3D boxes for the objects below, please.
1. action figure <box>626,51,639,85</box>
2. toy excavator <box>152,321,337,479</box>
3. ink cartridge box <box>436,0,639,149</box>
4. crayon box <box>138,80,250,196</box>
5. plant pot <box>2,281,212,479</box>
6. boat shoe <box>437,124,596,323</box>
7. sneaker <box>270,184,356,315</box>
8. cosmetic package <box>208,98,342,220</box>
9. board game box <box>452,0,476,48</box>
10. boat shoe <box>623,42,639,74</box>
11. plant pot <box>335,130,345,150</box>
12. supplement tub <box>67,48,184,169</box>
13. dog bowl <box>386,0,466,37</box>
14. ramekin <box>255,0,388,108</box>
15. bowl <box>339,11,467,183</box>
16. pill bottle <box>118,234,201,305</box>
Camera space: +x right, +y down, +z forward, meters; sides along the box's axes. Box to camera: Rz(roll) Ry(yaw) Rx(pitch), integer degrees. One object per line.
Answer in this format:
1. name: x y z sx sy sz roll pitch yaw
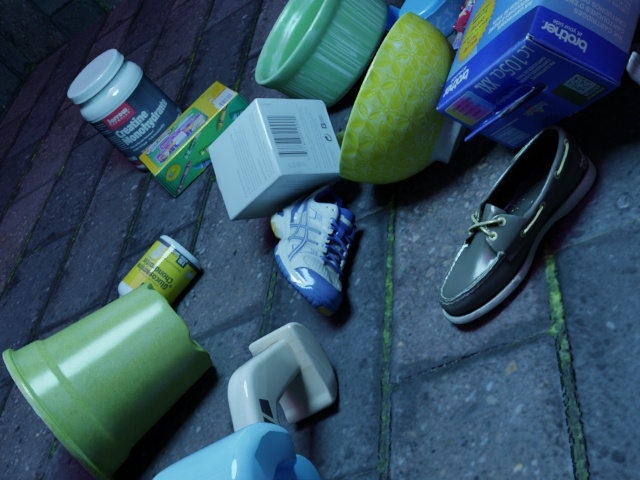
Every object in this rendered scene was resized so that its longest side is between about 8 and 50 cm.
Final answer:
1. action figure: 0.598 -0.234 1.005 0.341 0.178 0.330 -26 29 -30
2. toy excavator: -0.069 0.282 0.991 0.222 0.433 0.445 -29 63 22
3. ink cartridge box: 0.317 -0.307 1.192 0.395 0.151 0.270 -71 12 -18
4. crayon box: -0.296 -0.247 2.021 0.278 0.081 0.165 -46 32 -3
5. plant pot: -0.329 0.213 1.390 0.254 0.276 0.276 -38 30 -13
6. boat shoe: 0.252 -0.024 1.146 0.305 0.091 0.109 -50 32 -10
7. sneaker: 0.000 0.000 1.380 0.131 0.112 0.296 -36 33 11
8. cosmetic package: -0.079 -0.142 1.502 0.184 0.152 0.151 -34 68 48
9. board game box: 0.277 -0.426 1.567 0.133 0.033 0.169 -63 10 3
10. boat shoe: 0.452 -0.265 1.254 0.142 0.040 0.049 7 66 51
11. plant pot: 0.027 -0.163 1.580 0.079 0.083 0.083 -41 30 -18
12. supplement tub: -0.483 -0.329 2.143 0.191 0.272 0.191 -29 35 23
13. dog bowl: 0.247 -0.510 1.734 0.166 0.074 0.297 2 53 49
14. ramekin: 0.006 -0.421 1.759 0.303 0.148 0.303 -47 26 31
15. bowl: 0.160 -0.206 1.371 0.156 0.289 0.289 24 64 10
16. pill bottle: -0.327 0.088 1.646 0.184 0.103 0.103 -51 33 -11
